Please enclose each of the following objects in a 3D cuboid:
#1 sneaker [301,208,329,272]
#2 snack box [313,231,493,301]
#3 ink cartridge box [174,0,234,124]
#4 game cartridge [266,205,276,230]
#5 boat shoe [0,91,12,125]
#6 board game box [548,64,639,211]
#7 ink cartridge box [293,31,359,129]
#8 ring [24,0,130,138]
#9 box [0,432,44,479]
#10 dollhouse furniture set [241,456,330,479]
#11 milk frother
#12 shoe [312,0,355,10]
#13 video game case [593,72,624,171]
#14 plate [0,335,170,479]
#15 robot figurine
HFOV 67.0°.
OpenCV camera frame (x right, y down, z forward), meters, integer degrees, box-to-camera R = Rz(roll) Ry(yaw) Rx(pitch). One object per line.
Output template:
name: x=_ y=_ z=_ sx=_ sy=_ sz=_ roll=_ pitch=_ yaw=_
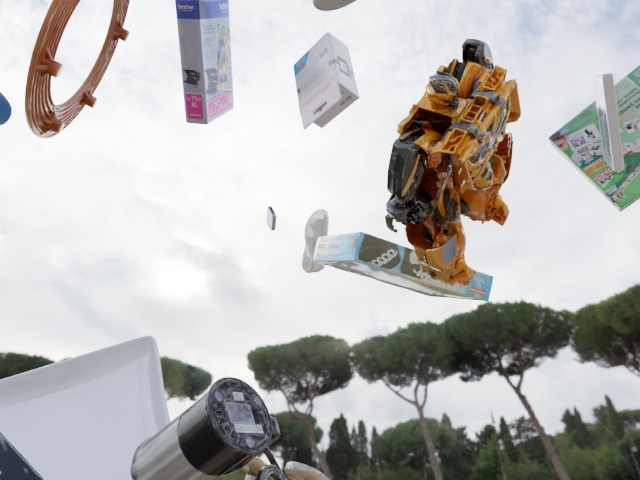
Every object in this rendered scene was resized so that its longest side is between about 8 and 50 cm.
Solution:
sneaker: x=0.000 y=0.000 z=1.567 sx=0.094 sy=0.080 sz=0.212 roll=-1 pitch=-71 yaw=-44
snack box: x=0.167 y=0.058 z=0.996 sx=0.322 sy=0.060 sz=0.187 roll=18 pitch=-10 yaw=-23
ink cartridge box: x=-0.260 y=-0.441 z=1.111 sx=0.065 sy=0.186 sz=0.311 roll=4 pitch=-63 yaw=9
game cartridge: x=-0.150 y=-0.065 z=1.476 sx=0.017 sy=0.083 sz=0.056 roll=3 pitch=-64 yaw=-20
boat shoe: x=-0.767 y=-0.320 z=0.979 sx=0.258 sy=0.109 sz=0.089 roll=35 pitch=-30 yaw=-33
board game box: x=0.671 y=-0.239 z=0.980 sx=0.317 sy=0.213 sz=0.046 roll=-40 pitch=-27 yaw=17
ink cartridge box: x=0.010 y=-0.292 z=0.923 sx=0.060 sy=0.180 sz=0.104 roll=21 pitch=-40 yaw=-41
ring: x=-0.372 y=-0.313 z=0.782 sx=0.032 sy=0.336 sz=0.336 roll=26 pitch=-43 yaw=-16
box: x=-0.368 y=0.289 z=0.331 sx=0.293 sy=0.212 sz=0.395 roll=-30 pitch=-73 yaw=0
dollhouse furniture set: x=-0.211 y=0.503 z=0.747 sx=0.394 sy=0.362 sz=0.256 roll=-7 pitch=-46 yaw=36
milk frother: x=-0.106 y=0.244 z=0.499 sx=0.129 sy=0.143 sz=0.135 roll=36 pitch=-66 yaw=-29
shoe: x=0.052 y=-0.406 z=0.679 sx=0.178 sy=0.081 sz=0.063 roll=-22 pitch=-15 yaw=40
video game case: x=0.494 y=-0.206 z=0.832 sx=0.019 sy=0.143 sz=0.157 roll=-8 pitch=-78 yaw=26
plate: x=-0.329 y=0.269 z=0.617 sx=0.278 sy=0.277 sz=0.045 roll=-15 pitch=-49 yaw=-18
robot figurine: x=0.157 y=-0.071 z=0.542 sx=0.085 sy=0.211 sz=0.291 roll=26 pitch=-17 yaw=28
